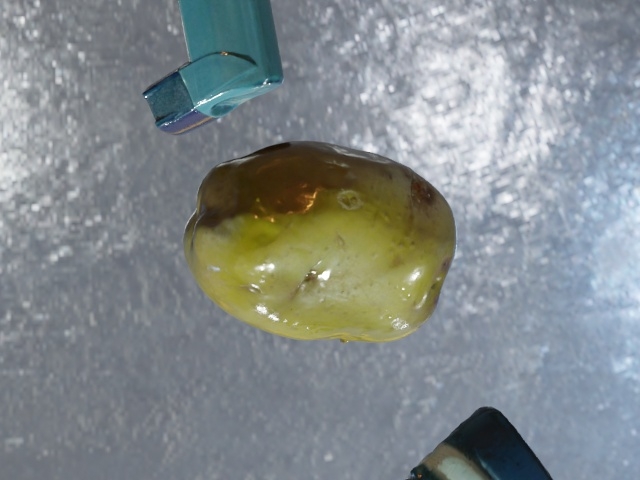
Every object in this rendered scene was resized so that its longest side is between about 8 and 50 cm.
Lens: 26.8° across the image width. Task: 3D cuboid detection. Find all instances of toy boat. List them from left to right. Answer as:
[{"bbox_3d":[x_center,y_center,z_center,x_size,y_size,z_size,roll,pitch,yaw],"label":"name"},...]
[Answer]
[{"bbox_3d":[0.091,0.161,0.677,0.062,0.096,0.299,-47,147,-14],"label":"toy boat"}]

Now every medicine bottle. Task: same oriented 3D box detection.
[{"bbox_3d":[-0.107,-0.230,1.224,0.124,0.258,0.079,-6,-175,25],"label":"medicine bottle"}]

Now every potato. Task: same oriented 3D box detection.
[{"bbox_3d":[0.001,0.003,0.998,0.200,0.137,0.154,17,100,-22],"label":"potato"}]
